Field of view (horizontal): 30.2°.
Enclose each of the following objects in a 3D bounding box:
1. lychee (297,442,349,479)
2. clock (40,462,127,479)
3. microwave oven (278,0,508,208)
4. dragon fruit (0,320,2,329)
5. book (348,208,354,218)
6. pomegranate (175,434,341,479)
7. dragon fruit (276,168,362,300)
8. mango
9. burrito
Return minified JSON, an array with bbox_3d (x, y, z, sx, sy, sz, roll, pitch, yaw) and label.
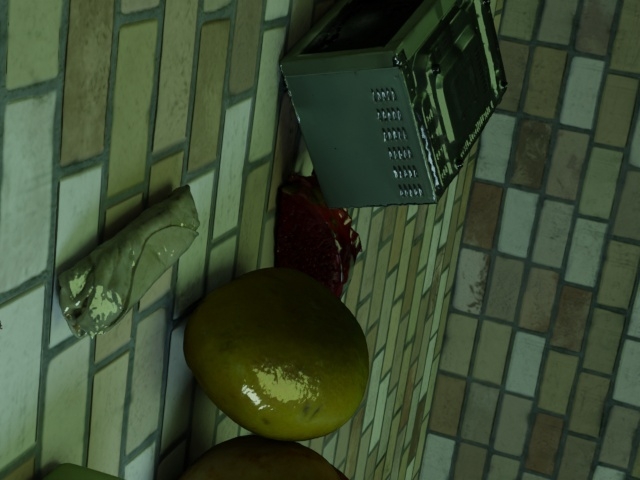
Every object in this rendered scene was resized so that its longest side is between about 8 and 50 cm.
[{"bbox_3d":[-0.029,0.478,1.933,0.255,0.300,0.255,-30,171,-6],"label":"lychee"},{"bbox_3d":[-0.295,0.445,1.278,0.286,0.117,0.349,-51,151,-56],"label":"clock"},{"bbox_3d":[0.135,-0.246,1.812,0.355,0.218,0.286,-54,133,-47],"label":"microwave oven"},{"bbox_3d":[-0.313,0.073,1.021,0.060,0.056,0.083,-59,158,-46],"label":"dragon fruit"},{"bbox_3d":[0.020,-0.002,2.109,0.157,0.026,0.231,-20,122,-67],"label":"book"},{"bbox_3d":[-0.089,0.441,1.651,0.338,0.338,0.338,14,90,-73],"label":"pomegranate"},{"bbox_3d":[0.012,0.000,1.899,0.161,0.126,0.274,-52,151,-53],"label":"dragon fruit"},{"bbox_3d":[-0.060,0.151,1.620,0.182,0.253,0.365,-36,160,14],"label":"mango"},{"bbox_3d":[-0.203,0.015,1.332,0.275,0.059,0.082,-49,134,-57],"label":"burrito"}]
